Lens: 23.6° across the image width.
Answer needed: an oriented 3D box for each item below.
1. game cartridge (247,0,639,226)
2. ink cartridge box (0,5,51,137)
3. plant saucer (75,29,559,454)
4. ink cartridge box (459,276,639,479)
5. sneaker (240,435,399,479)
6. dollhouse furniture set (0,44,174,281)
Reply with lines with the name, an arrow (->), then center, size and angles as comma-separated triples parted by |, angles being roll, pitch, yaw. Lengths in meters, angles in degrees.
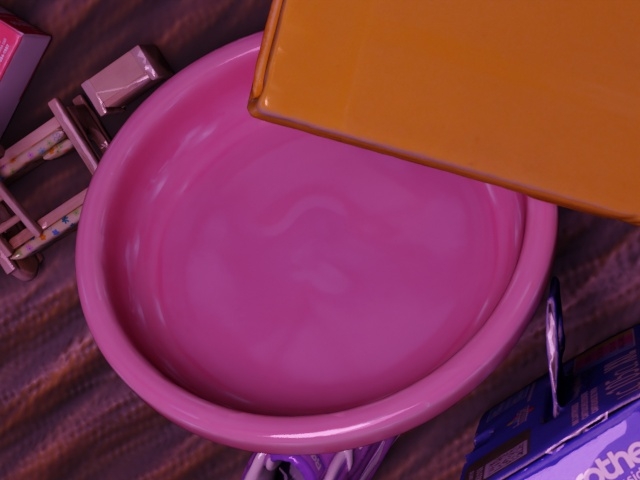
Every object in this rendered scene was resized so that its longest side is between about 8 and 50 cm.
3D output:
game cartridge -> 0.141, -0.172, 0.969 | 0.323, 0.052, 0.285 | 16, 86, -15
ink cartridge box -> -0.303, -0.149, 1.180 | 0.150, 0.063, 0.109 | 32, 103, 7
plant saucer -> 0.000, 0.000, 1.056 | 0.332, 0.084, 0.332 | -6, 59, 10
ink cartridge box -> 0.224, 0.218, 1.007 | 0.151, 0.270, 0.395 | -34, 90, 12
sneaker -> 0.026, 0.108, 1.094 | 0.102, 0.161, 0.282 | 26, 101, 10
dollhouse furniture set -> -0.191, -0.050, 1.118 | 0.182, 0.161, 0.101 | -32, 90, 15
